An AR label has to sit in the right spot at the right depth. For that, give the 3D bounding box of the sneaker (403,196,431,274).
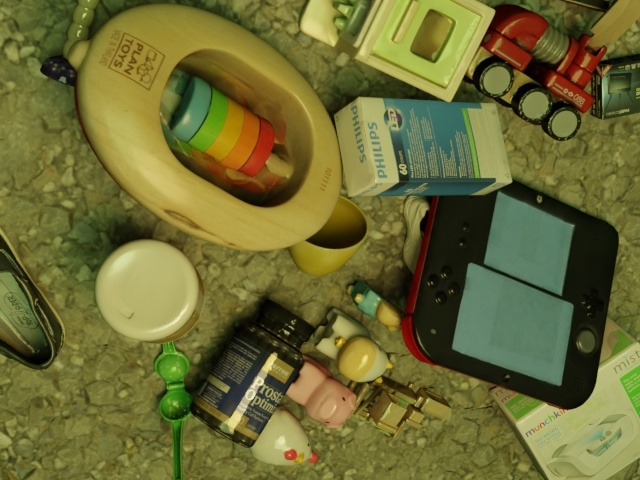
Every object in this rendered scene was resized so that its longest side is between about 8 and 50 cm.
[{"bbox_3d":[0.168,0.002,1.641,0.054,0.061,0.152,-14,114,-12],"label":"sneaker"}]

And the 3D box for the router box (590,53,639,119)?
[{"bbox_3d":[0.512,-0.258,1.651,0.123,0.038,0.092,-12,113,-11],"label":"router box"}]

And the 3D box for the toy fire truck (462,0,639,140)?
[{"bbox_3d":[0.362,-0.301,1.521,0.217,0.158,0.246,27,103,-22],"label":"toy fire truck"}]

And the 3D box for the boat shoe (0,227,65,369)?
[{"bbox_3d":[-0.499,0.064,1.449,0.127,0.113,0.340,-31,115,-2],"label":"boat shoe"}]

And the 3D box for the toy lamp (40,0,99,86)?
[{"bbox_3d":[-0.315,-0.352,1.367,0.080,0.080,0.274,18,106,-21],"label":"toy lamp"}]

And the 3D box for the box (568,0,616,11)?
[{"bbox_3d":[0.344,-0.503,1.493,0.322,0.079,0.257,11,105,-19],"label":"box"}]

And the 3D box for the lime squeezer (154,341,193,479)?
[{"bbox_3d":[-0.244,0.230,1.596,0.059,0.110,0.310,-9,81,14],"label":"lime squeezer"}]

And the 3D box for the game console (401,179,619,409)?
[{"bbox_3d":[0.323,0.076,1.630,0.387,0.060,0.341,21,78,-26],"label":"game console"}]

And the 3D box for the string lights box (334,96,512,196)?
[{"bbox_3d":[0.158,-0.140,1.503,0.260,0.077,0.133,-2,76,-31],"label":"string lights box"}]

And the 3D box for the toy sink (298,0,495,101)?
[{"bbox_3d":[0.110,-0.325,1.463,0.234,0.131,0.152,22,102,-21],"label":"toy sink"}]

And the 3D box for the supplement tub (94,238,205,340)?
[{"bbox_3d":[-0.245,0.079,1.460,0.145,0.199,0.144,0,82,-3],"label":"supplement tub"}]

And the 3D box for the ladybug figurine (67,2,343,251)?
[{"bbox_3d":[-0.166,-0.152,1.401,0.449,0.162,0.305,34,67,-33],"label":"ladybug figurine"}]

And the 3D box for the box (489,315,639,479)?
[{"bbox_3d":[0.481,0.306,1.808,0.262,0.126,0.231,-32,117,-1],"label":"box"}]

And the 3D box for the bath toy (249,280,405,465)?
[{"bbox_3d":[0.017,0.241,1.638,0.129,0.151,0.348,35,100,-14],"label":"bath toy"}]

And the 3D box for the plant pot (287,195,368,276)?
[{"bbox_3d":[0.000,0.000,1.569,0.134,0.134,0.095,1,135,-16],"label":"plant pot"}]

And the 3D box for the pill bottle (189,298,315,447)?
[{"bbox_3d":[-0.105,0.210,1.594,0.123,0.123,0.219,35,82,-24],"label":"pill bottle"}]

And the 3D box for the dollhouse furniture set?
[{"bbox_3d":[0.142,0.314,1.695,0.182,0.161,0.101,28,101,-22],"label":"dollhouse furniture set"}]
